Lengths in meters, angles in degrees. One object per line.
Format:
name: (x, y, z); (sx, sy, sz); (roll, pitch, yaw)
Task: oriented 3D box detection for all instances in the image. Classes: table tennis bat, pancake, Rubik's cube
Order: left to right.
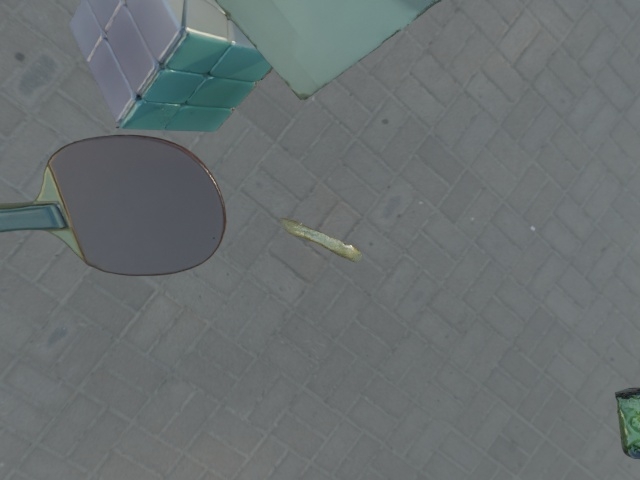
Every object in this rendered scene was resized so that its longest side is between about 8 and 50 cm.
table tennis bat: (-0.229, -0.027, 0.491); (0.274, 0.021, 0.154); (-3, 120, 4)
Rubik's cube: (-0.245, -0.338, 0.840); (0.231, 0.224, 0.221); (-15, 73, -54)
pancake: (0.001, -0.001, 0.801); (0.151, 0.151, 0.025); (23, 89, -15)

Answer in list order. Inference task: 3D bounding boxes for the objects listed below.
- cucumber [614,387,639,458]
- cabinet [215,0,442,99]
cucumber: (0.445, 0.200, 0.560); (0.193, 0.086, 0.115); (-10, 108, 24)
cabinet: (0.031, -0.240, 0.355); (0.150, 0.206, 0.145); (46, 39, -24)
